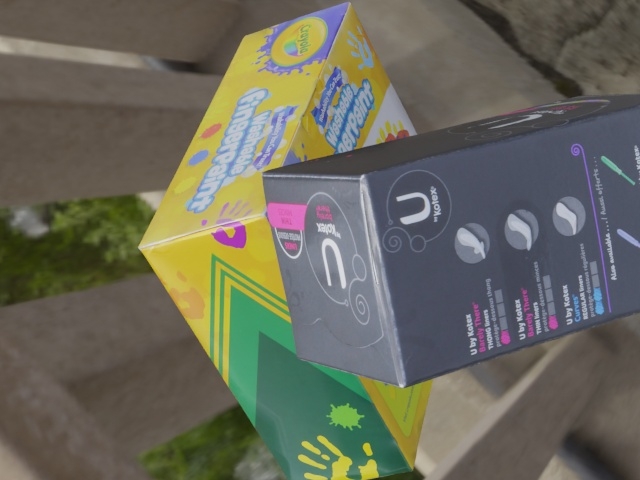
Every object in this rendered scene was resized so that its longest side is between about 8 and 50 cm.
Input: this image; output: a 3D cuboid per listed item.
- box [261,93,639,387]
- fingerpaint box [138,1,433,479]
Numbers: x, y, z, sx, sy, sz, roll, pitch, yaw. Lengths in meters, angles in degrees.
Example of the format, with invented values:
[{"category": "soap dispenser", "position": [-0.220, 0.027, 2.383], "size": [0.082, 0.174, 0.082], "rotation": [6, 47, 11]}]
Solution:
[{"category": "box", "position": [0.121, -0.009, 1.078], "size": [0.270, 0.165, 0.143], "rotation": [-15, 99, -25]}, {"category": "fingerpaint box", "position": [0.000, 0.000, 1.810], "size": [0.163, 0.445, 0.371], "rotation": [-15, 122, 25]}]
